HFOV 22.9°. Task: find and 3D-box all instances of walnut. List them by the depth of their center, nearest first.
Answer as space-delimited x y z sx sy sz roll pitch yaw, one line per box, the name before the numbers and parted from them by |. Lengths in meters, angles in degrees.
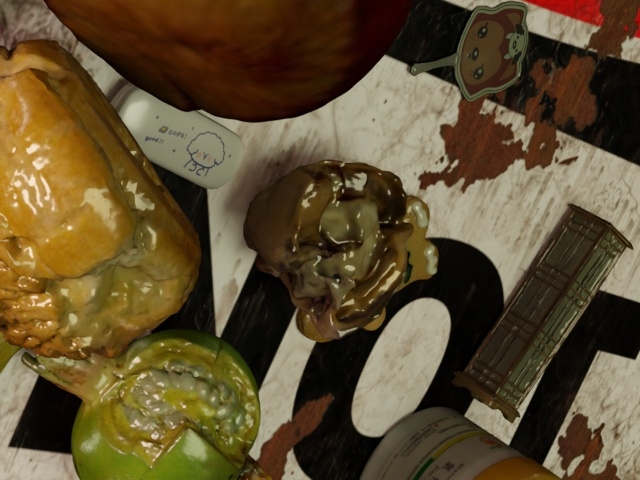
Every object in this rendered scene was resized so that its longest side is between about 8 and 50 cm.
walnut | 0.004 -0.011 1.941 0.204 0.141 0.238 -54 136 -20

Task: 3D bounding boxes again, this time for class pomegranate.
pomegranate | -0.212 0.192 1.823 0.302 0.236 0.236 35 87 -17

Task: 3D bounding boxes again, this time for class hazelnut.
hazelnut | -0.080 -0.315 1.512 0.402 0.402 0.429 -53 133 -6

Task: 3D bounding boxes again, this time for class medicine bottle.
medicine bottle | 0.205 0.392 2.287 0.238 0.232 0.237 -23 127 -34

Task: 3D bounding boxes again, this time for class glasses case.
glasses case | -0.163 -0.117 1.787 0.197 0.049 0.076 28 92 -47

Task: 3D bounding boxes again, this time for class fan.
fan | 0.197 -0.244 2.080 0.220 0.009 0.132 -19 122 -36

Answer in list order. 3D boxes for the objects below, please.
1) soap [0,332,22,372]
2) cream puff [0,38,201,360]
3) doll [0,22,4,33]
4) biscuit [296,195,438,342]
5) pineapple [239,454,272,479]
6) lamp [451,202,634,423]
soap | -0.479 0.115 1.579 0.306 0.115 0.427 -52 137 -2
cream puff | -0.272 -0.026 1.540 0.231 0.343 0.327 -32 100 0
doll | -0.375 -0.256 1.477 0.262 0.093 0.211 -44 138 -21
biscuit | 0.067 0.053 2.111 0.240 0.035 0.158 -40 132 -20
pineapple | -0.100 0.346 2.109 0.116 0.069 0.137 1 121 -49
lamp | 0.330 0.107 2.346 0.325 0.089 0.090 -55 138 -3
